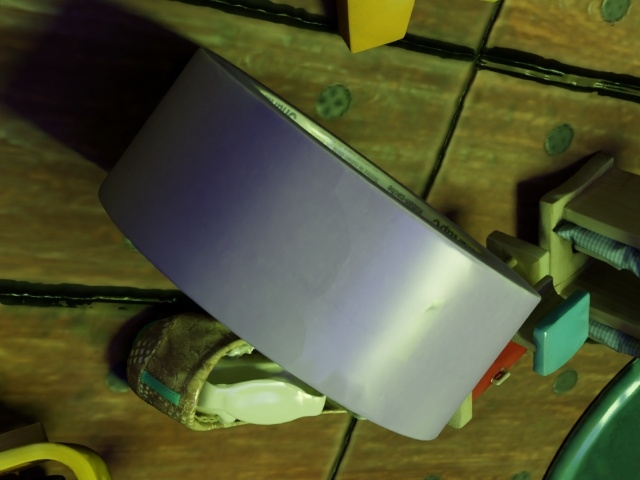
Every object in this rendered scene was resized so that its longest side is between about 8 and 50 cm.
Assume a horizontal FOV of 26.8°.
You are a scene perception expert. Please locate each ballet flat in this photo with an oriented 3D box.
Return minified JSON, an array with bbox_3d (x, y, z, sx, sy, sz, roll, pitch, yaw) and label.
[{"bbox_3d":[-0.004,0.074,0.728,0.206,0.067,0.073,-4,119,-33],"label":"ballet flat"}]

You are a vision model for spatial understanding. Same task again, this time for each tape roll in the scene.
[{"bbox_3d":[0.000,0.000,0.601,0.189,0.189,0.080,31,97,-42],"label":"tape roll"}]

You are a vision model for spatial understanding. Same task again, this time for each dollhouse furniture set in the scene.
[{"bbox_3d":[0.158,0.063,0.758,0.183,0.129,0.129,-35,134,-35],"label":"dollhouse furniture set"}]

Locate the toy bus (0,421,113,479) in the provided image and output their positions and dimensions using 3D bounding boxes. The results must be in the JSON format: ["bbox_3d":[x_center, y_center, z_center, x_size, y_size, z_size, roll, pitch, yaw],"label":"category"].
[{"bbox_3d":[-0.137,0.142,0.641,0.202,0.104,0.191,-22,172,36],"label":"toy bus"}]

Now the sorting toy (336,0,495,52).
[{"bbox_3d":[0.076,-0.211,0.553,0.229,0.041,0.307,-18,141,-10],"label":"sorting toy"}]

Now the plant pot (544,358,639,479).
[{"bbox_3d":[0.376,0.259,0.925,0.341,0.334,0.341,-18,127,-25],"label":"plant pot"}]
